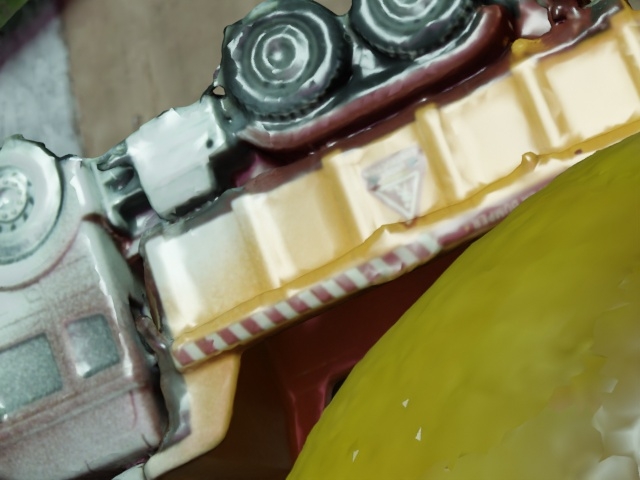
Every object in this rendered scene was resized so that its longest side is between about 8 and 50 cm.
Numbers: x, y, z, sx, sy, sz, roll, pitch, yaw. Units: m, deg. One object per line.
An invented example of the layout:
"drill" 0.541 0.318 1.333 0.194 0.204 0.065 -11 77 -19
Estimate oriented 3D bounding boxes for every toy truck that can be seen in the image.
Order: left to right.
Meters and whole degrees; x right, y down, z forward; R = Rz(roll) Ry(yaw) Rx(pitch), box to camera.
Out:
"toy truck" 0.000 0.000 0.581 0.270 0.114 0.135 -25 71 14

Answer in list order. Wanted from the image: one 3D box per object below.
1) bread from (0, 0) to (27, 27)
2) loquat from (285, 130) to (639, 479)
"bread" -0.221 -0.182 0.719 0.301 0.045 0.301 -3 81 19
"loquat" 0.151 0.137 0.380 0.328 0.328 0.359 -34 42 14
